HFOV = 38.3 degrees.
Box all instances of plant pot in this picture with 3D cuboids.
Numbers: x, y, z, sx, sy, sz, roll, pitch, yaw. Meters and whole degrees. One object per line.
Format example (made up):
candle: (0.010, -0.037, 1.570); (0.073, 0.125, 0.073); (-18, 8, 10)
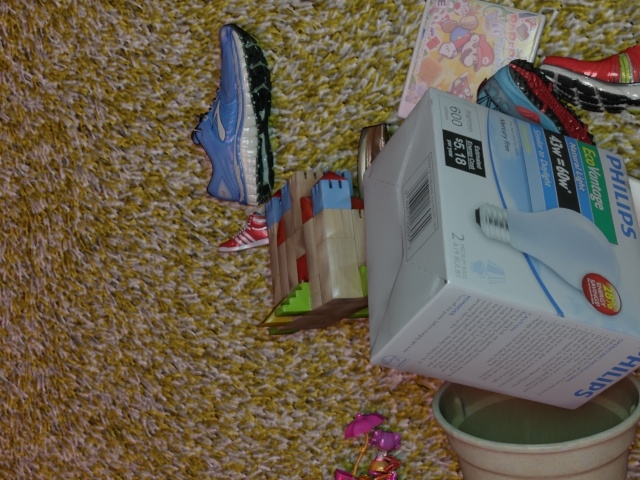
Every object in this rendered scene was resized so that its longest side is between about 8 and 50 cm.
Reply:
plant pot: (0.365, 0.391, 1.506); (0.333, 0.334, 0.306); (-4, 105, 17)

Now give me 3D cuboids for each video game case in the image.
video game case: (0.258, -0.298, 1.594); (0.206, 0.026, 0.227); (17, 100, 14)

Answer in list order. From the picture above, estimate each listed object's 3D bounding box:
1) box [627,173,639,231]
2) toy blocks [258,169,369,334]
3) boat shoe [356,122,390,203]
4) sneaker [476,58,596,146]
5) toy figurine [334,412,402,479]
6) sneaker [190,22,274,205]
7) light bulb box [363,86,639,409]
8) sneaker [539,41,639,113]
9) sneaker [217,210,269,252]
box: (0.591, -0.016, 1.480); (0.275, 0.113, 0.094); (25, 102, 12)
toy blocks: (0.000, 0.000, 1.575); (0.190, 0.381, 0.261); (-1, 75, -21)
boat shoe: (0.139, -0.046, 1.620); (0.119, 0.122, 0.324); (-7, 102, 12)
sneaker: (0.360, -0.180, 1.537); (0.125, 0.104, 0.262); (-25, 110, 45)
toy figurine: (0.097, 0.397, 1.687); (0.173, 0.130, 0.159); (14, 91, -7)
sneaker: (-0.172, -0.228, 1.681); (0.147, 0.130, 0.330); (1, 97, 15)
light bulb box: (0.272, 0.019, 1.362); (0.361, 0.358, 0.225); (15, 141, -20)
sneaker: (0.499, -0.272, 1.501); (0.279, 0.107, 0.118); (12, 80, 14)
sneaker: (-0.143, -0.017, 1.739); (0.118, 0.042, 0.067); (-13, 96, 10)
